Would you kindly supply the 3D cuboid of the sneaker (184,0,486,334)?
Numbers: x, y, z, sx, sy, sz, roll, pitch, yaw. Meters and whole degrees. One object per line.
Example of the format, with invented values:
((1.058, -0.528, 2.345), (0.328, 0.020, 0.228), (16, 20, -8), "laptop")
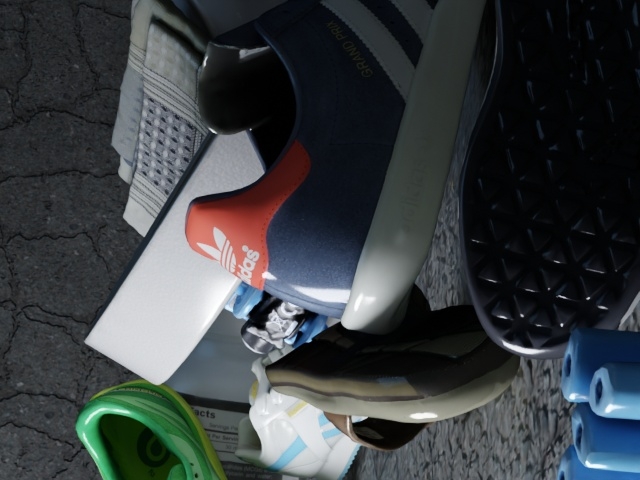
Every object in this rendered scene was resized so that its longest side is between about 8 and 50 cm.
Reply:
((0.015, -0.118, 0.924), (0.131, 0.148, 0.350), (104, -179, -54), "sneaker")

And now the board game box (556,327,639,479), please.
((0.118, 0.224, 0.411), (0.390, 0.050, 0.390), (-170, 86, -82), "board game box")

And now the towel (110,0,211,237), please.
((-0.109, -0.053, 1.632), (0.324, 0.056, 0.312), (48, 149, 22), "towel")

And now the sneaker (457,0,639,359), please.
((0.111, -0.066, 0.670), (0.097, 0.084, 0.234), (23, -108, -73), "sneaker")

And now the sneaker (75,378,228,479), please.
((-0.098, 0.234, 1.284), (0.109, 0.295, 0.123), (-52, -21, 14), "sneaker")

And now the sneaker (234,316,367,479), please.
((-0.005, 0.114, 1.257), (0.228, 0.092, 0.087), (110, 166, -44), "sneaker")

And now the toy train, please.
((0.000, 0.000, 1.170), (0.184, 0.080, 0.105), (-53, 16, 24), "toy train")

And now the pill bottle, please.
((-0.070, 0.186, 1.432), (0.162, 0.162, 0.278), (-163, 79, -82), "pill bottle")

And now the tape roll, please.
((-0.052, -0.071, 1.237), (0.392, 0.072, 0.392), (-57, 6, 9), "tape roll")

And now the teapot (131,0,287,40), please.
((-0.070, -0.212, 1.697), (0.256, 0.187, 0.252), (16, 124, 58), "teapot")

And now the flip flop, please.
((0.047, 0.083, 0.928), (0.080, 0.112, 0.277), (62, 165, -9), "flip flop")
